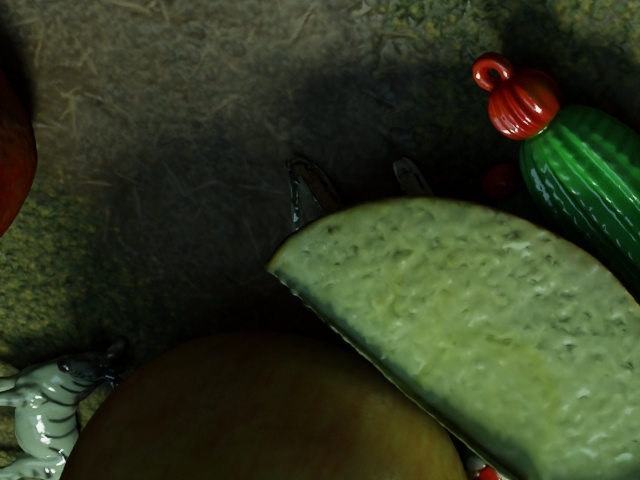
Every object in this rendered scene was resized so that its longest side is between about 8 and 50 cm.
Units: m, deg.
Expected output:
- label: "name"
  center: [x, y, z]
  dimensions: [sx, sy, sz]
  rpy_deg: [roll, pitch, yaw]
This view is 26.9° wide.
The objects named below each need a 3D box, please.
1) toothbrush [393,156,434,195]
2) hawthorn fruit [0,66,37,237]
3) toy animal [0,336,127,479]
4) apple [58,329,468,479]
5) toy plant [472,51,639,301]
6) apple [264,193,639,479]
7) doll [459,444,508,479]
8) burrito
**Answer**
- label: "toothbrush"
  center: [0.134, 0.038, 1.118]
  dimensions: [0.022, 0.026, 0.263]
  rpy_deg: [-27, 110, 25]
- label: "hawthorn fruit"
  center: [-0.348, -0.065, 1.079]
  dimensions: [0.224, 0.261, 0.224]
  rpy_deg: [0, 106, -2]
- label: "toy animal"
  center: [-0.271, 0.177, 1.328]
  dimensions: [0.176, 0.073, 0.217]
  rpy_deg: [1, 127, 2]
- label: "apple"
  center: [-0.054, 0.272, 1.135]
  dimensions: [0.391, 0.346, 0.391]
  rpy_deg: [11, 124, 16]
- label: "toy plant"
  center: [0.203, -0.035, 1.012]
  dimensions: [0.240, 0.088, 0.154]
  rpy_deg: [29, 142, 8]
- label: "apple"
  center: [0.132, 0.093, 1.024]
  dimensions: [0.346, 0.179, 0.254]
  rpy_deg: [38, 133, 18]
- label: "doll"
  center: [0.163, 0.197, 1.197]
  dimensions: [0.109, 0.057, 0.169]
  rpy_deg: [14, 112, 28]
- label: "burrito"
  center: [0.000, 0.000, 1.131]
  dimensions: [0.055, 0.041, 0.149]
  rpy_deg: [13, 126, 27]
